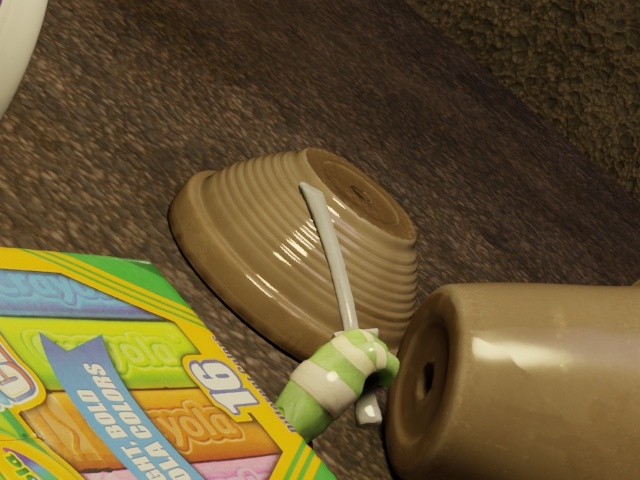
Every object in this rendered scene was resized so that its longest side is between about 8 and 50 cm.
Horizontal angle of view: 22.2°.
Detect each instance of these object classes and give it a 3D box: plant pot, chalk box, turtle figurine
[{"bbox_3d":[0.000,0.000,1.343,0.237,0.109,0.237,35,17,-12],"label":"plant pot"},{"bbox_3d":[0.179,0.131,1.214,0.229,0.263,0.263,15,25,-16],"label":"plant pot"},{"bbox_3d":[-0.151,0.120,0.628,0.179,0.180,0.289,47,20,24],"label":"chalk box"},{"bbox_3d":[0.006,0.131,0.890,0.266,0.198,0.274,43,21,-3],"label":"turtle figurine"}]

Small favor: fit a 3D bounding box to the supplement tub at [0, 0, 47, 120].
[{"bbox_3d":[-0.335,-0.162,0.846,0.331,0.241,0.241,24,23,-39],"label":"supplement tub"}]
